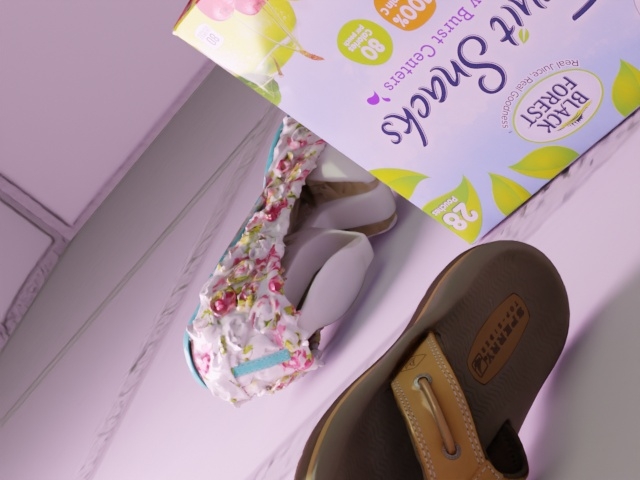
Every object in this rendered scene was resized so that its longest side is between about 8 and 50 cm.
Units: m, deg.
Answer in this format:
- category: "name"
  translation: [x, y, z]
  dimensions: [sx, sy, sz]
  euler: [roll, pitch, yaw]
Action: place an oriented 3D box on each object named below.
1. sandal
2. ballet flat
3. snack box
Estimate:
- category: "sandal"
  translation: [0.045, 0.064, 0.637]
  dimensions: [0.049, 0.072, 0.180]
  euler: [-11, 33, 44]
- category: "ballet flat"
  translation: [0.000, 0.000, 1.079]
  dimensions: [0.077, 0.091, 0.241]
  euler: [-10, 37, 29]
- category: "snack box"
  translation: [0.063, -0.113, 0.835]
  dimensions: [0.207, 0.174, 0.070]
  euler: [-41, 18, 47]
